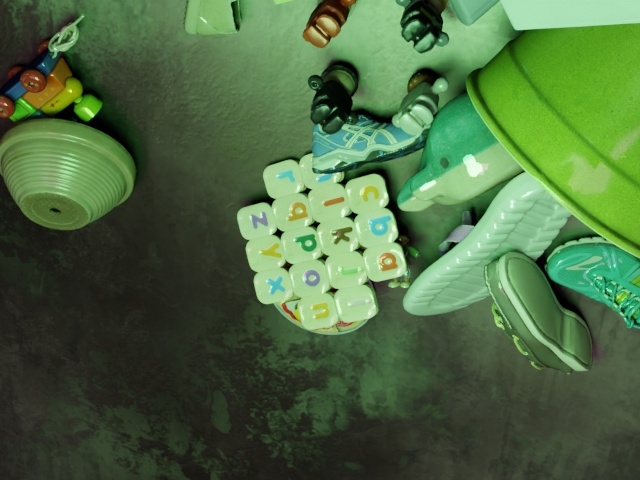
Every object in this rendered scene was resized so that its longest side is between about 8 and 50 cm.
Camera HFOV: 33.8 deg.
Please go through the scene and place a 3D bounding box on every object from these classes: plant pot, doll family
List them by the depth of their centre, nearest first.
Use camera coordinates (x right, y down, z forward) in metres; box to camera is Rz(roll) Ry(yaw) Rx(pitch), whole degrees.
[{"bbox_3d":[0.438,-0.220,1.328,0.366,0.366,0.353,36,117,-9],"label":"plant pot"},{"bbox_3d":[0.076,0.009,1.756,0.193,0.076,0.111,3,115,14],"label":"doll family"},{"bbox_3d":[-0.438,-0.093,1.785,0.237,0.110,0.237,3,149,2],"label":"plant pot"}]

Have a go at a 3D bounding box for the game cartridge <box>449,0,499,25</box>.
[{"bbox_3d":[0.200,-0.432,1.307,0.198,0.062,0.297,-38,135,2],"label":"game cartridge"}]

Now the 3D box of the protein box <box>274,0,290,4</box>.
[{"bbox_3d":[0.014,-0.452,1.407,0.201,0.136,0.200,-8,121,24],"label":"protein box"}]

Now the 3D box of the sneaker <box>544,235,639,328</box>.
[{"bbox_3d":[0.488,0.078,1.653,0.275,0.110,0.107,20,129,5],"label":"sneaker"}]

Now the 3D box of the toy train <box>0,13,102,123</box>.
[{"bbox_3d":[-0.415,-0.254,1.725,0.248,0.105,0.143,-29,122,33],"label":"toy train"}]

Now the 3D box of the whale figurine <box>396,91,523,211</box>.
[{"bbox_3d":[0.204,-0.130,1.561,0.141,0.216,0.272,62,150,1],"label":"whale figurine"}]

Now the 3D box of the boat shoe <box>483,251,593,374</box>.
[{"bbox_3d":[0.335,0.124,1.693,0.097,0.116,0.324,-11,146,34],"label":"boat shoe"}]

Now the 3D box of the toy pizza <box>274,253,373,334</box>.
[{"bbox_3d":[-0.002,0.096,1.878,0.201,0.032,0.201,9,127,12],"label":"toy pizza"}]

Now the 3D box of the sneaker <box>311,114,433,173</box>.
[{"bbox_3d":[0.076,-0.160,1.627,0.211,0.080,0.081,-11,86,22],"label":"sneaker"}]

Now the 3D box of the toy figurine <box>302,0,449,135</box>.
[{"bbox_3d":[0.082,-0.265,1.524,0.209,0.148,0.213,2,123,10],"label":"toy figurine"}]

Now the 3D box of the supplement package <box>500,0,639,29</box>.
[{"bbox_3d":[0.314,-0.408,1.194,0.175,0.293,0.177,5,148,39],"label":"supplement package"}]

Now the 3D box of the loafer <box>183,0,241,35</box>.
[{"bbox_3d":[-0.135,-0.405,1.521,0.092,0.102,0.268,12,143,-8],"label":"loafer"}]

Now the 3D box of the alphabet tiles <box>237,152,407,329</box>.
[{"bbox_3d":[0.000,0.000,1.735,0.278,0.021,0.284,-14,91,26],"label":"alphabet tiles"}]

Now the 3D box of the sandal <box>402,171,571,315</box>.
[{"bbox_3d":[0.268,-0.007,1.665,0.169,0.102,0.416,5,147,-29],"label":"sandal"}]
